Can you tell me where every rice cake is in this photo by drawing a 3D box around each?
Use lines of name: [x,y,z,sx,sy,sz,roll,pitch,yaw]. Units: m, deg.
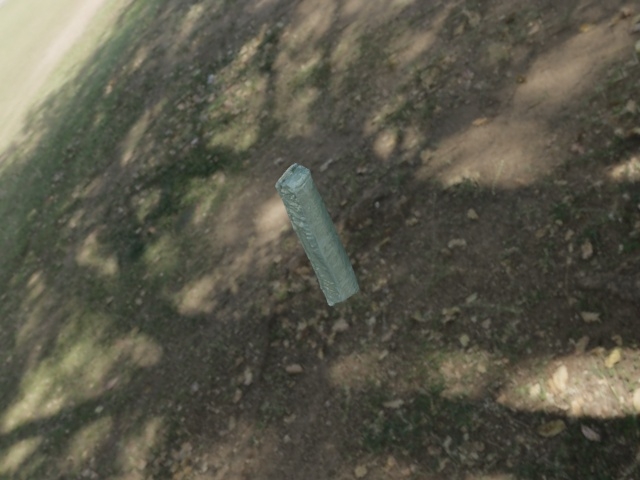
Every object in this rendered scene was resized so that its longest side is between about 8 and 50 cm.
rice cake: [0.000,0.001,0.705,0.029,0.171,0.033,17,55,37]
